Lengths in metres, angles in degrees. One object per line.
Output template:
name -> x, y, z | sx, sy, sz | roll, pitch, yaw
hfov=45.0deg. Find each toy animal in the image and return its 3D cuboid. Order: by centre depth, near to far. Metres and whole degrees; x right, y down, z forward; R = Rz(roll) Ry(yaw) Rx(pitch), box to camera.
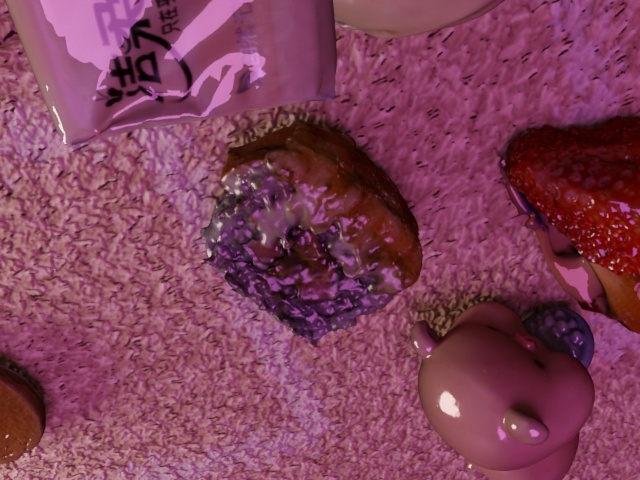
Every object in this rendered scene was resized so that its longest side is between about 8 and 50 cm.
toy animal -> 0.223, 0.201, 0.954 | 0.230, 0.210, 0.221 | -17, 129, -37

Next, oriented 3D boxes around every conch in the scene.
conch -> 0.325, 0.011, 0.892 | 0.330, 0.093, 0.109 | 47, 155, -8

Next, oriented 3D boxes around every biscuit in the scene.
biscuit -> -0.459, 0.216, 1.017 | 0.181, 0.049, 0.208 | -22, 124, 13

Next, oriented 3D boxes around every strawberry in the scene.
strawberry -> 0.323, -0.047, 0.791 | 0.236, 0.107, 0.175 | -7, 89, -4

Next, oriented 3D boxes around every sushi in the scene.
sushi -> 0.000, 0.000, 0.829 | 0.184, 0.139, 0.274 | -38, 113, 24

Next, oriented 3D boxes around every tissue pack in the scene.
tissue pack -> -0.122, -0.313, 0.471 | 0.205, 0.331, 0.405 | -13, 126, -6

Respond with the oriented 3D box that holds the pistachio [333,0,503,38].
pistachio -> 0.093, -0.286, 0.600 | 0.226, 0.208, 0.332 | 56, 132, 14
